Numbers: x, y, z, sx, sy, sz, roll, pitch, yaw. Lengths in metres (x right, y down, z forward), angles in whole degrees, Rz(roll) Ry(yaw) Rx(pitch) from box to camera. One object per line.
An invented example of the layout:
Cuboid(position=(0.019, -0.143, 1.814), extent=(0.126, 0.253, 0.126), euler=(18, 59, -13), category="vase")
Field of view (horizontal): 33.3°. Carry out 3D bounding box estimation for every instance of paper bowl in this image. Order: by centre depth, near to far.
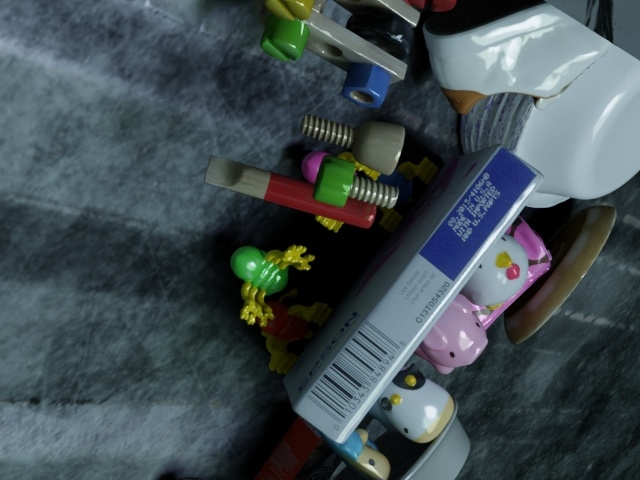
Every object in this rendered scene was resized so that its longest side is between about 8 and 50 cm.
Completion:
Cuboid(position=(0.311, -0.162, 1.242), extent=(0.284, 0.148, 0.284), euler=(-31, 144, -26), category="paper bowl")

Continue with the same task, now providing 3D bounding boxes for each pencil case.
Cuboid(position=(0.216, 0.063, 1.415), extent=(0.209, 0.098, 0.095), euler=(-43, 148, -8), category="pencil case")

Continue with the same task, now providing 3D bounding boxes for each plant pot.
Cuboid(position=(0.325, 0.040, 1.492), extent=(0.236, 0.032, 0.236), euler=(-54, -179, 1), category="plant pot")

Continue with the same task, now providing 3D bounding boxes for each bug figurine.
Cuboid(position=(0.000, 0.000, 1.115), extent=(0.279, 0.072, 0.216), euler=(-52, 153, 0), category="bug figurine")

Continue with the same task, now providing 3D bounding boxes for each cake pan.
Cuboid(position=(0.075, 0.312, 1.330), extent=(0.293, 0.054, 0.293), euler=(-42, -179, 1), category="cake pan")

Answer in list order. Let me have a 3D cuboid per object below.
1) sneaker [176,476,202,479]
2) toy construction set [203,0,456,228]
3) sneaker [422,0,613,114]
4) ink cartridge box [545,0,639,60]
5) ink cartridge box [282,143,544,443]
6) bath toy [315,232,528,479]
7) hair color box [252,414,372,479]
Cuboid(position=(-0.139, 0.359, 1.344), extent=(0.106, 0.101, 0.267), euler=(-54, 154, -34), category="sneaker")
Cuboid(position=(-0.029, -0.180, 0.798), extent=(0.237, 0.257, 0.309), euler=(15, 101, -7), category="toy construction set")
Cuboid(position=(0.253, -0.208, 1.082), extent=(0.290, 0.106, 0.123), euler=(-16, 123, 4), category="sneaker")
Cuboid(position=(0.358, -0.295, 0.917), extent=(0.285, 0.395, 0.166), euler=(-39, 144, -10), category="ink cartridge box")
Cuboid(position=(0.079, 0.049, 1.162), extent=(0.324, 0.071, 0.330), euler=(-53, -175, -4), category="ink cartridge box")
Cuboid(position=(0.130, 0.119, 1.271), extent=(0.348, 0.151, 0.129), euler=(-52, 140, -15), category="bath toy")
Cuboid(position=(-0.007, 0.274, 1.421), extent=(0.093, 0.053, 0.167), euler=(15, 111, -55), category="hair color box")
